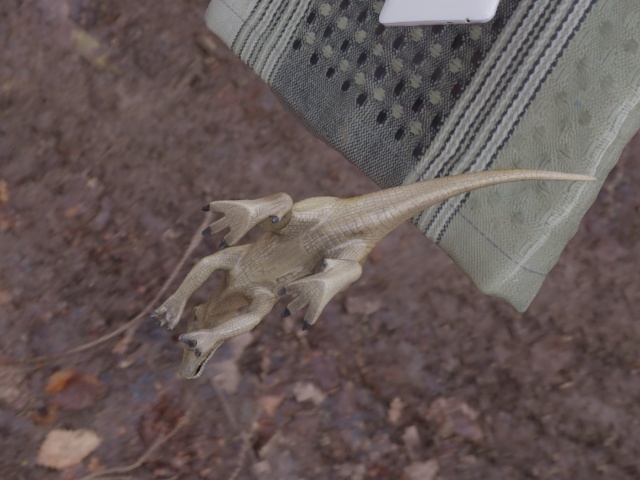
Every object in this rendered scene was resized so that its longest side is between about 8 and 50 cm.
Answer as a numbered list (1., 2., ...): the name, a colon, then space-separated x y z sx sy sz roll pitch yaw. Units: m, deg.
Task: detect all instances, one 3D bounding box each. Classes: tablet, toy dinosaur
1. tablet: 0.057 -0.122 0.604 0.006 0.054 0.083 39 64 -46
2. toy dinosaur: 0.000 0.000 0.549 0.053 0.183 0.092 64 27 3

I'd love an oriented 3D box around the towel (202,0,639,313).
1. towel: 0.094 -0.168 0.711 0.056 0.324 0.312 20 18 -41
